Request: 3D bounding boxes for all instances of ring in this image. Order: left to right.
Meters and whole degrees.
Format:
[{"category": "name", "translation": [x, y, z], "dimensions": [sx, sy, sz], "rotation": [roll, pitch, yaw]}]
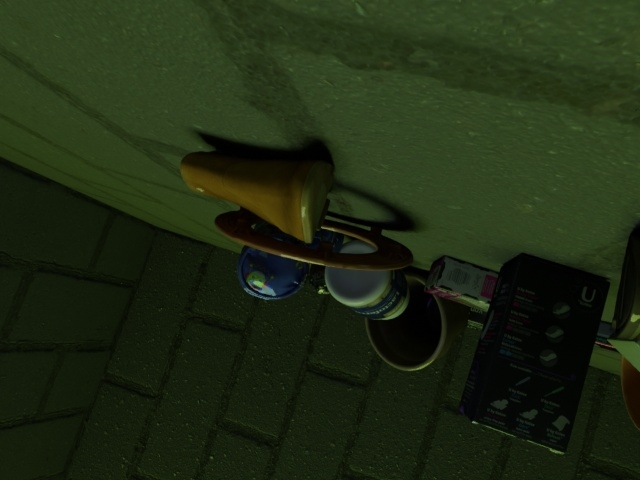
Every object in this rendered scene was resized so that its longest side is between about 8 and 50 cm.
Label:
[{"category": "ring", "translation": [-0.008, -0.016, 0.949], "dimensions": [0.337, 0.032, 0.336], "rotation": [10, -167, -2]}]

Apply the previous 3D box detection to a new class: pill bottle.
[{"category": "pill bottle", "translation": [0.123, 0.105, 1.350], "dimensions": [0.153, 0.153, 0.265], "rotation": [15, 169, 26]}]

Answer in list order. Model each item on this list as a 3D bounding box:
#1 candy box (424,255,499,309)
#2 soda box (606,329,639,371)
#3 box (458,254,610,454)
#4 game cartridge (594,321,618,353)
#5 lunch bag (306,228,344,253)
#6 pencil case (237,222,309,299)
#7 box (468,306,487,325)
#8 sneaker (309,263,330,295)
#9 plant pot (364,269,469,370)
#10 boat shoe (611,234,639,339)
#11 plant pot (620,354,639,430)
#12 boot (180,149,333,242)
[{"category": "candy box", "translation": [0.347, 0.108, 1.180], "dimensions": [0.233, 0.071, 0.159], "rotation": [17, 173, 5]}, {"category": "soda box", "translation": [0.607, 0.230, 0.887], "dimensions": [0.286, 0.091, 0.098], "rotation": [46, 176, 7]}, {"category": "box", "translation": [0.340, 0.179, 0.916], "dimensions": [0.143, 0.270, 0.165], "rotation": [17, 173, 9]}, {"category": "game cartridge", "translation": [0.665, 0.234, 1.405], "dimensions": [0.355, 0.068, 0.230], "rotation": [13, 175, 41]}, {"category": "lunch bag", "translation": [0.000, 0.000, 1.254], "dimensions": [0.098, 0.067, 0.065], "rotation": [13, 171, 43]}, {"category": "pencil case", "translation": [-0.082, 0.015, 1.091], "dimensions": [0.119, 0.133, 0.306], "rotation": [46, -173, -10]}, {"category": "box", "translation": [0.460, 0.227, 1.803], "dimensions": [0.242, 0.076, 0.307], "rotation": [16, 173, 15]}, {"category": "sneaker", "translation": [0.050, 0.112, 1.745], "dimensions": [0.098, 0.135, 0.276], "rotation": [25, 170, -31]}, {"category": "plant pot", "translation": [0.291, 0.209, 1.547], "dimensions": [0.263, 0.263, 0.229], "rotation": [12, -172, 44]}, {"category": "boat shoe", "translation": [0.385, 0.061, 0.617], "dimensions": [0.104, 0.110, 0.307], "rotation": [11, 180, 28]}, {"category": "plant pot", "translation": [0.722, 0.275, 1.094], "dimensions": [0.188, 0.205, 0.205], "rotation": [1, 171, 7]}, {"category": "boot", "translation": [-0.095, -0.074, 0.771], "dimensions": [0.211, 0.104, 0.295], "rotation": [18, 177, 1]}]
